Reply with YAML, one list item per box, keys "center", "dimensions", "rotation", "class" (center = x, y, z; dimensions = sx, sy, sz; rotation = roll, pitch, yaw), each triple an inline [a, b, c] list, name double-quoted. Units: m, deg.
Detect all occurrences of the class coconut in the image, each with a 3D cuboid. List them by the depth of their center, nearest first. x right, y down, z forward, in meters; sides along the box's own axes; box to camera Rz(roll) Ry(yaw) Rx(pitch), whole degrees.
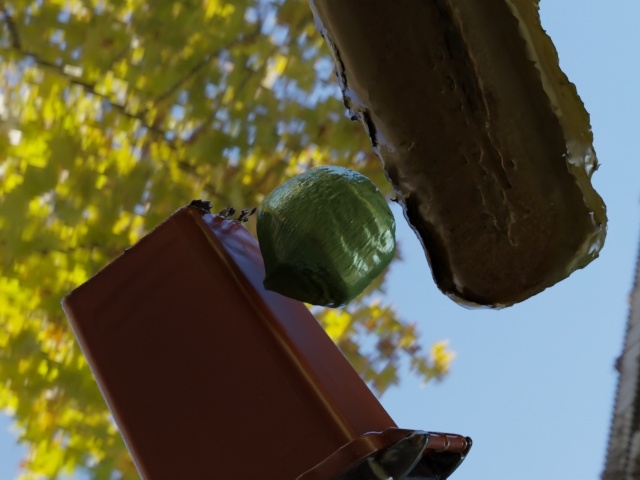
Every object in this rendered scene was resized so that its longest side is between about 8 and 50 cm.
- center: [0.000, 0.000, 1.092]
  dimensions: [0.096, 0.088, 0.088]
  rotation: [-37, -100, -15]
  class: "coconut"

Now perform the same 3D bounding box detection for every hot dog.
- center: [0.033, -0.113, 0.668]
  dimensions: [0.083, 0.068, 0.289]
  rotation: [-24, -99, 21]
  class: "hot dog"

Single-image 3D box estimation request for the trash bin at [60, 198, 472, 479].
- center: [-0.039, 0.097, 1.105]
  dimensions: [0.184, 0.161, 0.239]
  rotation: [-35, -107, 12]
  class: "trash bin"
